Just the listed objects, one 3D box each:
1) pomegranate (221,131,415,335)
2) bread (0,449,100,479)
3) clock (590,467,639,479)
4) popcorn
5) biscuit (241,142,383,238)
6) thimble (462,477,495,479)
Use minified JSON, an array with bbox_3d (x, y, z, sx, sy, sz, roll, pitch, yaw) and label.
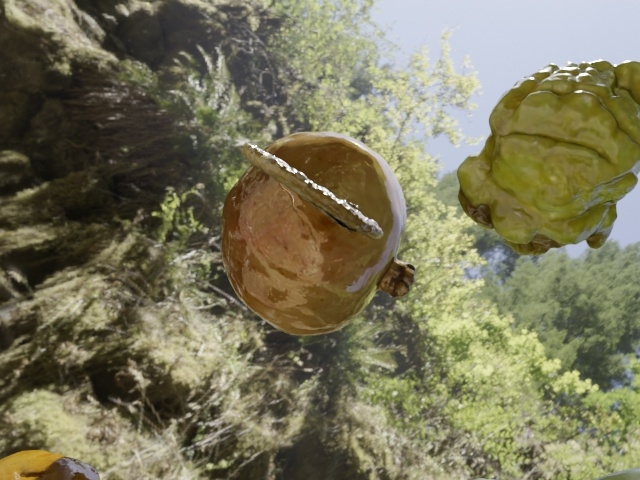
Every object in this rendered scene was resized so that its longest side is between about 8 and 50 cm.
[{"bbox_3d":[0.000,0.000,1.128,0.411,0.411,0.411,12,-72,40],"label":"pomegranate"},{"bbox_3d":[-0.413,0.411,0.691,0.195,0.344,0.148,1,-71,8],"label":"bread"},{"bbox_3d":[0.232,0.298,0.396,0.117,0.286,0.348,-119,-169,-68],"label":"clock"},{"bbox_3d":[0.289,-0.100,0.685,0.195,0.256,0.255,35,-77,13],"label":"popcorn"},{"bbox_3d":[-0.012,-0.063,0.745,0.220,0.220,0.033,35,-87,31],"label":"biscuit"},{"bbox_3d":[0.209,0.416,0.707,0.236,0.172,0.205,21,-73,60],"label":"thimble"}]
